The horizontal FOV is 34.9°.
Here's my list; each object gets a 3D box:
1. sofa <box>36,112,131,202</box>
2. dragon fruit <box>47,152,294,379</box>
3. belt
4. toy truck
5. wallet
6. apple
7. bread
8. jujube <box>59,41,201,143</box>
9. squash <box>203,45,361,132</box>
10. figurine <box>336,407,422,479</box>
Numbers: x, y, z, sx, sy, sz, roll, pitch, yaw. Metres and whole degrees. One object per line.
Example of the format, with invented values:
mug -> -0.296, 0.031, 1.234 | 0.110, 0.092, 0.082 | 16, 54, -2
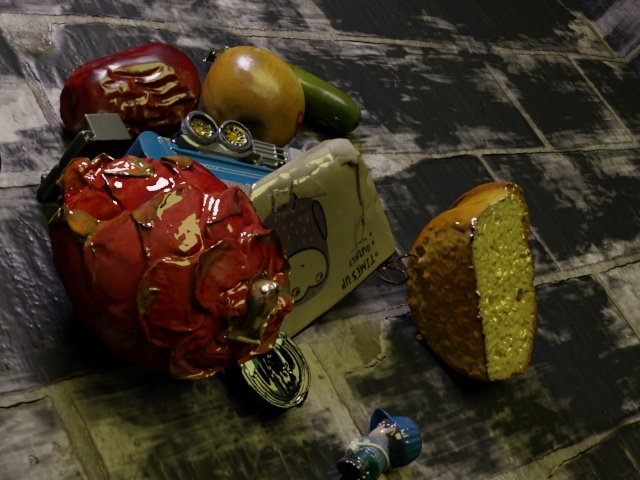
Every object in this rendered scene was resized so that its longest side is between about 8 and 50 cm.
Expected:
sofa -> -0.343, -0.121, 1.437 | 0.085, 0.147, 0.060 | -13, 66, -49
dragon fruit -> -0.192, 0.033, 1.317 | 0.342, 0.277, 0.277 | 28, 31, 25
belt -> -0.074, 0.180, 1.427 | 0.105, 0.058, 0.140 | -39, 90, -33
toy truck -> -0.137, -0.079, 1.589 | 0.367, 0.146, 0.175 | 9, 55, -33
wallet -> -0.002, 0.001, 1.535 | 0.335, 0.068, 0.274 | -35, 118, -35
apple -> -0.115, -0.234, 1.737 | 0.182, 0.182, 0.155 | 27, 47, -20
bread -> 0.246, 0.073, 1.721 | 0.194, 0.179, 0.340 | -28, 117, -45
jujube -> -0.295, -0.226, 1.585 | 0.230, 0.155, 0.155 | -18, 66, -44
squash -> -0.061, -0.290, 1.915 | 0.331, 0.087, 0.087 | 23, 41, -21
figurine -> 0.085, 0.301, 1.465 | 0.149, 0.087, 0.086 | -29, 112, -51
